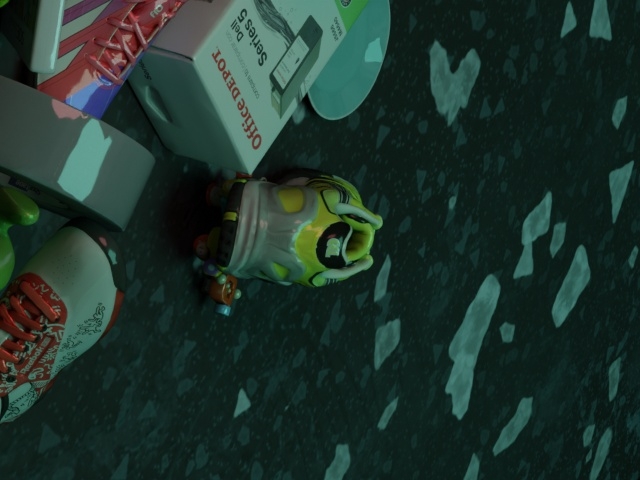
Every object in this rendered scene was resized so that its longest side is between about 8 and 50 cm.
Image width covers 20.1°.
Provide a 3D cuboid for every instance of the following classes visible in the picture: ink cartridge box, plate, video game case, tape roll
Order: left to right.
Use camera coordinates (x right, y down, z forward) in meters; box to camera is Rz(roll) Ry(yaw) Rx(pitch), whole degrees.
[{"bbox_3d":[-0.258,-0.082,1.577,0.219,0.219,0.072,35,76,-59],"label":"tape roll"},{"bbox_3d":[-0.240,-0.273,1.555,0.026,0.206,0.227,6,104,-19],"label":"video game case"},{"bbox_3d":[-0.078,-0.237,1.899,0.273,0.115,0.198,-58,148,-23],"label":"ink cartridge box"},{"bbox_3d":[0.026,-0.238,2.166,0.188,0.024,0.188,-36,136,-46],"label":"plate"}]

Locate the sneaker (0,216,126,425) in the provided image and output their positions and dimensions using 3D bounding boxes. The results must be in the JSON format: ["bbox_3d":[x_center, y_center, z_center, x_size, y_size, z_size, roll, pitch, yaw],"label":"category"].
[{"bbox_3d":[-0.276,0.096,1.596,0.145,0.090,0.270,-33,168,-47],"label":"sneaker"}]

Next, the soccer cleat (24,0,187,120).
[{"bbox_3d":[-0.183,-0.231,1.726,0.108,0.116,0.318,35,75,-59],"label":"soccer cleat"}]

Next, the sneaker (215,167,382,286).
[{"bbox_3d":[0.000,0.000,2.083,0.385,0.147,0.145,-22,125,-73],"label":"sneaker"}]

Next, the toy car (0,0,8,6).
[{"bbox_3d":[-0.336,-0.271,1.439,0.188,0.149,0.155,49,22,-30],"label":"toy car"}]

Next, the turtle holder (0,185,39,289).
[{"bbox_3d":[-0.383,0.023,1.456,0.243,0.320,0.227,22,104,-17],"label":"turtle holder"}]

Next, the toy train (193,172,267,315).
[{"bbox_3d":[-0.111,-0.002,2.049,0.125,0.046,0.166,39,65,-76],"label":"toy train"}]
